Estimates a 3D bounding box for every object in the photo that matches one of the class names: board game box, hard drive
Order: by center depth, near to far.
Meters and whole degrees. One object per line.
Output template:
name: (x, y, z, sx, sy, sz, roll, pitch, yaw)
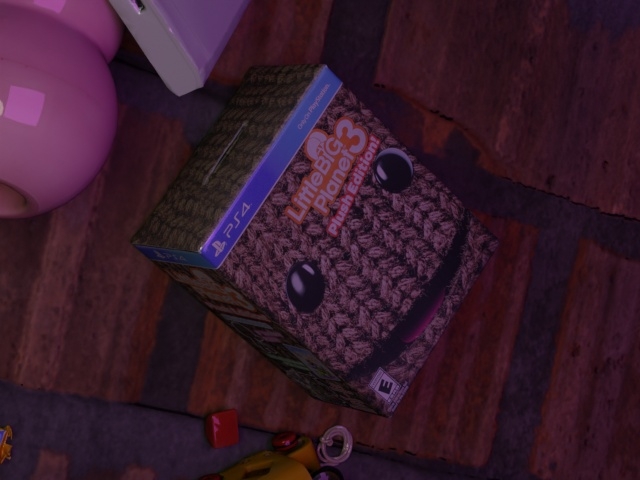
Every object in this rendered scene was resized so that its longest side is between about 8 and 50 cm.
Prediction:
hard drive: (-0.132, -0.294, 1.582, 0.203, 0.040, 0.307, 57, 30, -24)
board game box: (0.000, 0.000, 1.733, 0.291, 0.141, 0.232, 42, 71, -29)

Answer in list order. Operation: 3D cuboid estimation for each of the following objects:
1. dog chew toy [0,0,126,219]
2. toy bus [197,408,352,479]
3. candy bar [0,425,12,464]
dog chew toy: (-0.264, -0.191, 1.514, 0.206, 0.206, 0.332, 25, 66, -32)
toy bus: (-0.040, 0.271, 1.749, 0.191, 0.104, 0.202, 26, 80, -32)
candy bar: (-0.361, 0.183, 1.581, 0.161, 0.018, 0.040, 11, 87, -33)
